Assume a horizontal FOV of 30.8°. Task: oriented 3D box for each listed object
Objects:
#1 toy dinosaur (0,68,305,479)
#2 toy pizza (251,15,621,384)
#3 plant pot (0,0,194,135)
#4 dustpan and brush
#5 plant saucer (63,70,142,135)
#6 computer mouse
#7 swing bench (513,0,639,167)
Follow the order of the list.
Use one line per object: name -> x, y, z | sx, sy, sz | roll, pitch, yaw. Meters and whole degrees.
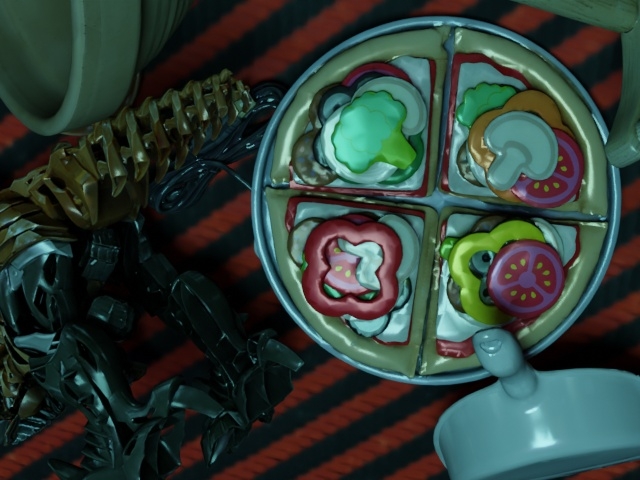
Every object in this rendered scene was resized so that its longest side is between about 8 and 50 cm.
toy dinosaur -> -0.135, 0.037, 0.638 | 0.218, 0.164, 0.322 | 50, 148, 12
toy pizza -> 0.063, -0.019, 0.623 | 0.201, 0.032, 0.201 | 0, 96, 1
plant pot -> -0.114, -0.176, 0.551 | 0.110, 0.237, 0.237 | -19, 114, -26
dustpan and brush -> 0.118, 0.092, 0.637 | 0.147, 0.211, 0.060 | -16, 71, 16
plant saucer -> -0.142, -0.102, 0.668 | 0.083, 0.013, 0.083 | 4, 112, 9
computer mouse -> 0.000, 0.000, 0.671 | 0.193, 0.042, 0.106 | 42, 107, -3
swing bench -> 0.121, -0.187, 0.437 | 0.255, 0.165, 0.253 | 27, 150, -19
